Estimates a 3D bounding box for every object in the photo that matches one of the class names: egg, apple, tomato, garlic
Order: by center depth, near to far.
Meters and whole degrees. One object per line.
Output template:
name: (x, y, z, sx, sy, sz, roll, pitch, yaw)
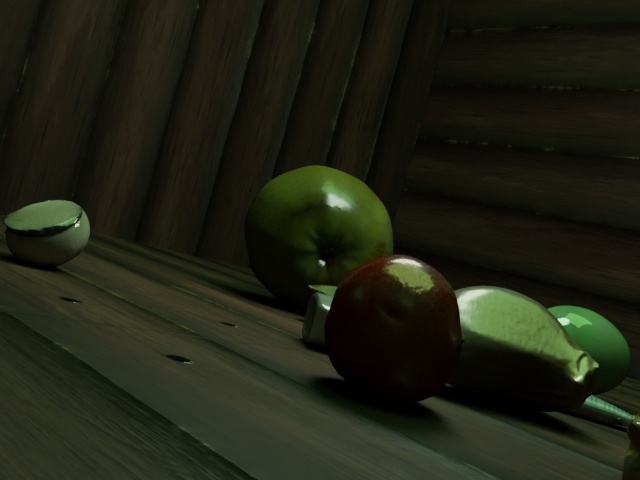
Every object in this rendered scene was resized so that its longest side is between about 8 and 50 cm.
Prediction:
tomato: (0.101, 0.129, 1.112, 0.189, 0.232, 0.232, -7, 7, -18)
garlic: (0.297, 0.226, 1.371, 0.340, 0.231, 0.246, 0, 45, -4)
egg: (0.647, 0.280, 1.899, 0.270, 0.220, 0.220, 22, 0, 8)
apple: (0.000, 0.000, 2.208, 0.474, 0.473, 0.473, 15, -1, 0)

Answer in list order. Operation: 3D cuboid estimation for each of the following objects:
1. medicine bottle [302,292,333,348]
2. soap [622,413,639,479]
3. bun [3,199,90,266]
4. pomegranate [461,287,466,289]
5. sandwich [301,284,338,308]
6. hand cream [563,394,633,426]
medicine bottle: (0.118, 0.191, 1.512, 0.296, 0.111, 0.161, 13, 1, -10)
soap: (0.538, 0.310, 1.041, 0.199, 0.091, 0.315, 14, 0, 30)
bun: (-0.570, -0.005, 1.581, 0.173, 0.120, 0.173, -3, 29, 2)
pomegranate: (0.415, 0.226, 1.981, 0.235, 0.210, 0.210, -2, -12, 41)
sandwich: (0.082, 0.184, 1.908, 0.215, 0.065, 0.186, 28, 14, 37)
hand cream: (0.515, 0.324, 1.525, 0.331, 0.058, 0.085, 15, -2, 11)
